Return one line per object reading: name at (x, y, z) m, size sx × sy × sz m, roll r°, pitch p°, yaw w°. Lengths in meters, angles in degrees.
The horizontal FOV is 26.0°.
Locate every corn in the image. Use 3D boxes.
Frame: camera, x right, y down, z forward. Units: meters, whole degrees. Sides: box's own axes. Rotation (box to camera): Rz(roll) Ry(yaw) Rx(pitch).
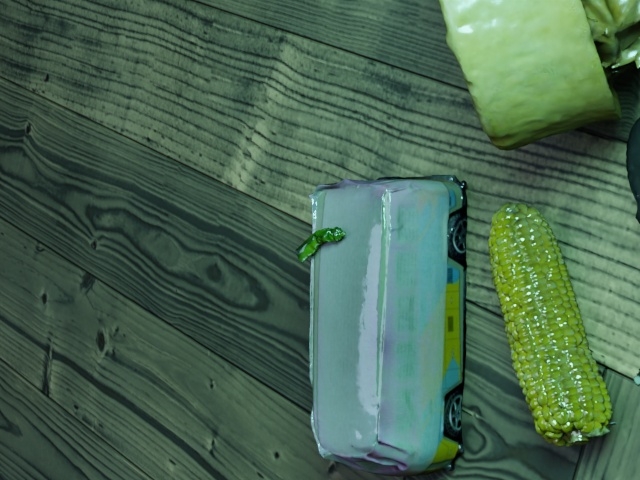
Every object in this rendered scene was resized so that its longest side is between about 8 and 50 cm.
corn at (0.255, 0.093, 1.587) m, size 0.101 × 0.101 × 0.291 m, roll -30°, pitch 68°, yaw 43°

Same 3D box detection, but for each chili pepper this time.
chili pepper at (0.000, 0.000, 1.692) m, size 0.083 × 0.022 × 0.027 m, roll -31°, pitch 32°, yaw 40°

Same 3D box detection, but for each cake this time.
cake at (0.288, -0.282, 1.452) m, size 0.321 × 0.332 × 0.332 m, roll -18°, pitch 73°, yaw 15°

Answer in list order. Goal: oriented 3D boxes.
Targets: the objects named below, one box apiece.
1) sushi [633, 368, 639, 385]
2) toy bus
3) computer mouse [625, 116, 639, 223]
sushi at (0.428, 0.122, 1.436) m, size 0.210 × 0.040 × 0.192 m, roll 39°, pitch 116°, yaw 41°
toy bus at (0.075, 0.108, 1.739) m, size 0.171 × 0.162 × 0.386 m, roll -1°, pitch 88°, yaw 47°
computer mouse at (0.434, -0.130, 1.384) m, size 0.183 × 0.116 × 0.323 m, roll 57°, pitch 131°, yaw 30°
